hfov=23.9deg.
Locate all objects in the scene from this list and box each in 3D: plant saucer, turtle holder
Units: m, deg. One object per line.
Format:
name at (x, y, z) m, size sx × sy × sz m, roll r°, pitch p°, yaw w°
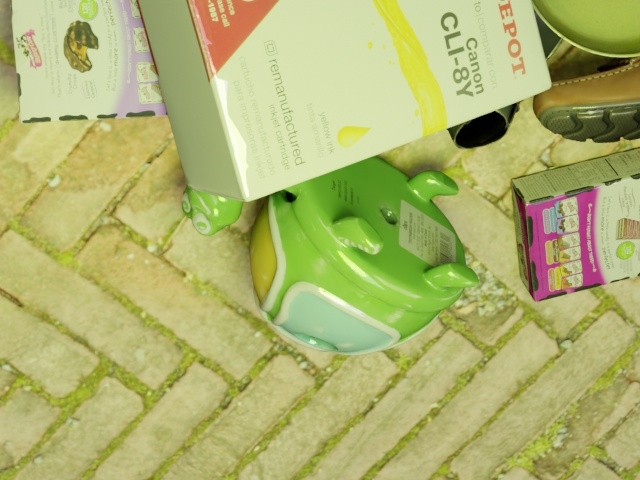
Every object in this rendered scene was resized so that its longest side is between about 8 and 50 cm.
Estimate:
plant saucer at (0.337, -0.327, 1.734) m, size 0.241 × 0.037 × 0.241 m, roll 0°, pitch 89°, yaw -6°
turtle holder at (0.011, 0.016, 1.801) m, size 0.320 × 0.243 × 0.227 m, roll 7°, pitch 139°, yaw -43°

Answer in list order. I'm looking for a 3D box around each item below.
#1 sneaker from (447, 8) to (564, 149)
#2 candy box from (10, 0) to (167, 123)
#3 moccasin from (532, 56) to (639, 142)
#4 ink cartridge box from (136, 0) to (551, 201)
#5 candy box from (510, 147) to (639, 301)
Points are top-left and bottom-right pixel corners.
sneaker at (0.233, -0.198, 1.797) m, size 0.222 × 0.118 × 0.083 m, roll -44°, pitch 121°, yaw 15°
candy box at (-0.231, -0.215, 1.642) m, size 0.196 × 0.070 × 0.164 m, roll -2°, pitch 100°, yaw 4°
moccasin at (0.429, -0.220, 1.821) m, size 0.380 × 0.147 × 0.139 m, roll -19°, pitch 168°, yaw -6°
ink cartridge box at (0.023, -0.235, 1.590) m, size 0.385 × 0.160 × 0.279 m, roll -21°, pitch 105°, yaw -23°
candy box at (0.372, -0.026, 1.969) m, size 0.233 × 0.071 × 0.159 m, roll -13°, pitch 123°, yaw -5°
